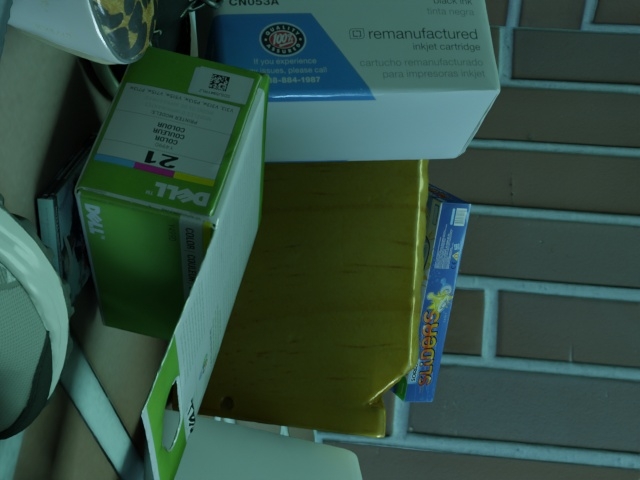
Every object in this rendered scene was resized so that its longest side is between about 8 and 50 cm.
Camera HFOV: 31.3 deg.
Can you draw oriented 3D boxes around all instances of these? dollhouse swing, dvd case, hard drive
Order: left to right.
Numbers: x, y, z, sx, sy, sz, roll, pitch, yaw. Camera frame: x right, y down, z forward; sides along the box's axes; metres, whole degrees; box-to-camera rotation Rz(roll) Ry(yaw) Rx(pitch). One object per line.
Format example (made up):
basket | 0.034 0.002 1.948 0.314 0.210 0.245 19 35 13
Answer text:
dvd case | -0.166 -0.013 0.779 0.119 0.013 0.087 -73 166 -64
hard drive | -0.043 0.268 0.930 0.307 0.203 0.040 -104 -146 -58
dollhouse swing | 0.000 0.000 1.209 0.305 0.315 0.346 2 92 -67

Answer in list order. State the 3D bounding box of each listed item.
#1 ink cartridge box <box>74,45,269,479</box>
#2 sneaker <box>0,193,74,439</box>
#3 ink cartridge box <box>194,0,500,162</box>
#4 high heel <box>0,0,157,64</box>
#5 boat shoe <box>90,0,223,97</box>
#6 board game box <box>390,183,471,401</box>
ink cartridge box | -0.114 0.027 0.776 0.189 0.097 0.255 98 8 -58
sneaker | -0.170 0.004 0.398 0.271 0.100 0.108 76 27 -53
ink cartridge box | 0.008 -0.230 0.959 0.129 0.223 0.307 113 -27 -67
high heel | -0.116 -0.184 0.565 0.261 0.093 0.186 -64 172 -71
boat shoe | -0.103 -0.207 0.764 0.340 0.113 0.127 87 8 -53
board game box | 0.084 0.042 1.138 0.136 0.035 0.201 -146 -118 -61
